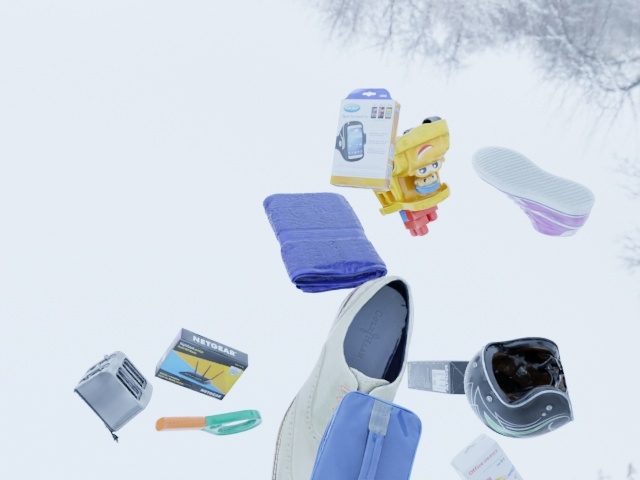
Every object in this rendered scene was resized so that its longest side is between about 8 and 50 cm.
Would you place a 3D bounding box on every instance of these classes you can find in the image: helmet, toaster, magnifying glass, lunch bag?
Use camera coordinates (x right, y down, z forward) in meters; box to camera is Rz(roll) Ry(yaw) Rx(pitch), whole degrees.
[{"bbox_3d":[0.324,0.246,1.019,0.162,0.169,0.169,-13,-160,18],"label":"helmet"},{"bbox_3d":[-0.536,0.398,1.613,0.185,0.110,0.168,53,-179,-10],"label":"toaster"},{"bbox_3d":[-0.196,0.329,1.103,0.231,0.092,0.026,22,-137,-49],"label":"magnifying glass"},{"bbox_3d":[0.029,0.161,0.433,0.067,0.065,0.098,16,-127,10],"label":"lunch bag"}]

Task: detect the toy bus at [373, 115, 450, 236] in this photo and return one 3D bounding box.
[{"bbox_3d":[0.181,-0.114,1.200,0.149,0.211,0.220,-22,-179,-15],"label":"toy bus"}]

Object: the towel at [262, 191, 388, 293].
[{"bbox_3d":[0.000,0.000,1.443,0.228,0.076,0.308,-2,-140,-20],"label":"towel"}]

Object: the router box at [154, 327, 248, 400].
[{"bbox_3d":[-0.279,0.294,1.445,0.179,0.133,0.046,26,-155,-22],"label":"router box"}]

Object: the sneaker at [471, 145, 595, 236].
[{"bbox_3d":[0.462,-0.097,1.395,0.282,0.161,0.102,35,-110,23],"label":"sneaker"}]

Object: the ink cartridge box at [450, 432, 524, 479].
[{"bbox_3d":[0.314,0.436,1.141,0.122,0.088,0.052,54,171,-10],"label":"ink cartridge box"}]

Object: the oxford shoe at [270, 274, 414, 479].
[{"bbox_3d":[0.028,0.224,0.818,0.140,0.146,0.397,17,-109,0],"label":"oxford shoe"}]

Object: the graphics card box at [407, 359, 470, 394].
[{"bbox_3d":[0.409,0.386,1.739,0.233,0.094,0.371,4,167,-10],"label":"graphics card box"}]

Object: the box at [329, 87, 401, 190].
[{"bbox_3d":[0.062,-0.139,0.839,0.081,0.136,0.028,7,176,25],"label":"box"}]
